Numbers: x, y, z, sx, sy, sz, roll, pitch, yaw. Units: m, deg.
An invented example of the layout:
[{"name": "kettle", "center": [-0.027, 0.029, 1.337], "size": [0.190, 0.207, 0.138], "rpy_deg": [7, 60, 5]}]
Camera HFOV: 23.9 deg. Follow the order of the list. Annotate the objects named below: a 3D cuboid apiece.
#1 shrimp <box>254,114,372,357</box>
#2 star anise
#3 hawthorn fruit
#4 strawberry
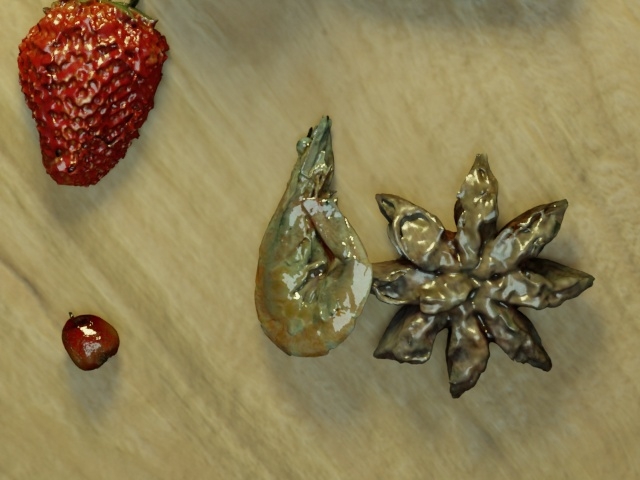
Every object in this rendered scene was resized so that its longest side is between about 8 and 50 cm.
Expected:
[{"name": "shrimp", "center": [0.000, 0.000, 1.946], "size": [0.164, 0.062, 0.317], "rpy_deg": [14, 99, 23]}, {"name": "star anise", "center": [0.192, 0.056, 1.954], "size": [0.332, 0.117, 0.331], "rpy_deg": [2, 105, 6]}, {"name": "hawthorn fruit", "center": [-0.304, 0.133, 1.995], "size": [0.077, 0.077, 0.077], "rpy_deg": [0, 105, 0]}, {"name": "strawberry", "center": [-0.291, -0.196, 1.889], "size": [0.188, 0.106, 0.286], "rpy_deg": [8, 105, -1]}]
